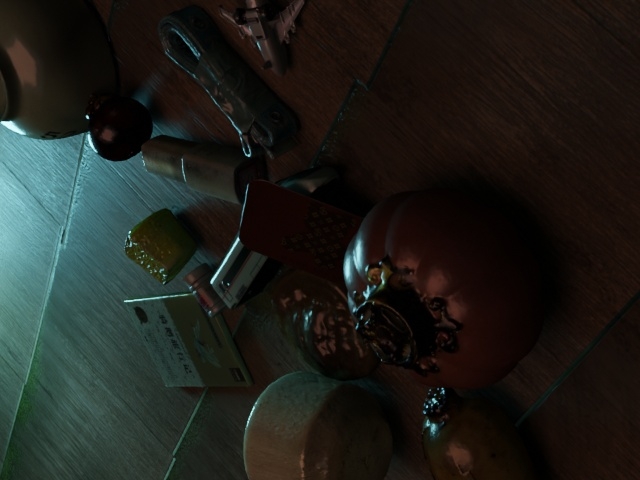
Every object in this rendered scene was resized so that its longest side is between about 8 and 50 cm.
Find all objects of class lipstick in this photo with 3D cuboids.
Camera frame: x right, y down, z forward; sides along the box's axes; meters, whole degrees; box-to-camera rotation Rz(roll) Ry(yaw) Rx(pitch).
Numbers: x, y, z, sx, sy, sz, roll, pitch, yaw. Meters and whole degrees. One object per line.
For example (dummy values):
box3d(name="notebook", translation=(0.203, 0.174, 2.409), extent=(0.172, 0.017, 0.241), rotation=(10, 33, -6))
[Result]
box3d(name="lipstick", translation=(-0.208, -0.130, 1.982), extent=(0.253, 0.079, 0.077), rotation=(17, 128, 39))

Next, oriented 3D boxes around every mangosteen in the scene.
box3d(name="mangosteen", translation=(-0.372, -0.213, 2.068), extent=(0.140, 0.140, 0.140), rotation=(27, 134, 32))

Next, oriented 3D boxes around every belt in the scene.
box3d(name="belt", translation=(-0.150, -0.253, 1.840), extent=(0.302, 0.072, 0.087), rotation=(51, 138, 10))

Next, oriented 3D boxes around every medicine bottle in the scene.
box3d(name="medicine bottle", translation=(-0.212, 0.094, 2.165), extent=(0.091, 0.058, 0.058), rotation=(52, 142, 6))

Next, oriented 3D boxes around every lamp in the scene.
box3d(name="lamp", translation=(0.159, 0.078, 1.600), extent=(0.305, 0.240, 0.305), rotation=(26, 133, 33))

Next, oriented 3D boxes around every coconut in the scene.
box3d(name="coconut", translation=(-0.016, 0.352, 2.000), extent=(0.266, 0.237, 0.237), rotation=(6, 120, 38))

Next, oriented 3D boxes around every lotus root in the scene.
box3d(name="lotus root", translation=(0.247, 0.348, 1.784), extent=(0.160, 0.146, 0.284), rotation=(-23, 106, 32))

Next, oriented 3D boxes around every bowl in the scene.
box3d(name="bowl", translation=(-0.562, -0.334, 2.134), extent=(0.354, 0.185, 0.354), rotation=(27, 134, 32))

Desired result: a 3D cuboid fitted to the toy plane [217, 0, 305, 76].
box3d(name="toy plane", translation=(-0.085, -0.327, 1.723), extent=(0.162, 0.065, 0.171), rotation=(0, 112, 35))

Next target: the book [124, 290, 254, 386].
box3d(name="book", translation=(-0.276, 0.207, 2.350), extent=(0.310, 0.021, 0.217), rotation=(-8, 109, 50))

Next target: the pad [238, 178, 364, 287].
box3d(name="pad", translation=(0.000, 0.000, 1.814), extent=(0.267, 0.004, 0.181), rotation=(20, 141, 4))

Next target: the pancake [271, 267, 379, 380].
box3d(name="pancake", translation=(0.002, 0.144, 1.976), extent=(0.242, 0.050, 0.242), rotation=(26, 133, 32))

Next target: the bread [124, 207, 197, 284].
box3d(name="bread", translation=(-0.300, 0.008, 2.159), extent=(0.114, 0.111, 0.129), rotation=(46, 160, 6))

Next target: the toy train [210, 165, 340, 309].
box3d(name="toy train", translation=(-0.080, -0.022, 1.919), extent=(0.088, 0.086, 0.407), rotation=(51, 142, 12))
